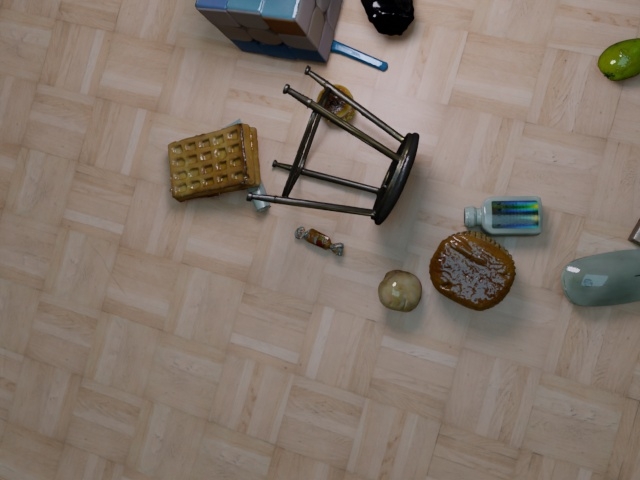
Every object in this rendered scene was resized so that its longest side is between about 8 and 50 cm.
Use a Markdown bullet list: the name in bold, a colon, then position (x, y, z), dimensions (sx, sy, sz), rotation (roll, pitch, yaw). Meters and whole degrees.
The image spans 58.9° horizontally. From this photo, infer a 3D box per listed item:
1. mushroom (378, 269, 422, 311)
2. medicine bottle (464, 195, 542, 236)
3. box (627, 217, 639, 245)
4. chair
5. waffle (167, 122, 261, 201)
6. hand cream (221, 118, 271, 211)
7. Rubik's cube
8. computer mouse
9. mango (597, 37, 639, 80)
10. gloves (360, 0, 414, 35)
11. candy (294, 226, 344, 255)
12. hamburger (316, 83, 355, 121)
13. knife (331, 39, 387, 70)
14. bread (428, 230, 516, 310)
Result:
- **mushroom**: position (0.253, 0.160, 1.801), dimensions (0.148, 0.112, 0.147), rotation (3, 75, -10)
- **medicine bottle**: position (0.567, -0.074, 1.768), dimensions (0.229, 0.083, 0.121), rotation (0, 80, 10)
- **box**: position (1.050, -0.015, 1.686), dimensions (0.201, 0.058, 0.140), rotation (30, 93, 11)
- **chair**: position (0.060, -0.259, 1.720), dimensions (0.411, 0.364, 0.361), rotation (22, 116, -1)
- **waffle**: position (-0.365, -0.261, 1.923), dimensions (0.328, 0.098, 0.223), rotation (-9, 83, 26)
- **hand cream**: position (-0.251, -0.256, 1.953), dimensions (0.085, 0.058, 0.330), rotation (-26, 77, 24)
- **Rubik's cube**: position (-0.136, -0.801, 1.792), dimensions (0.345, 0.347, 0.346), rotation (13, 88, 18)
- **computer mouse**: position (0.873, 0.114, 1.696), dimensions (0.289, 0.097, 0.159), rotation (-9, 84, 11)
- **mango**: position (0.934, -0.555, 1.715), dimensions (0.179, 0.100, 0.119), rotation (-28, 80, 1)
- **gloves**: position (0.207, -0.811, 1.840), dimensions (0.198, 0.152, 0.300), rotation (3, 81, -10)
- **candy**: position (0.000, 0.000, 1.893), dimensions (0.182, 0.046, 0.053), rotation (25, 95, 16)
- **hamburger**: position (0.052, -0.451, 1.885), dimensions (0.127, 0.081, 0.141), rotation (-19, 83, 9)
- **knife**: position (0.091, -0.637, 1.917), dimensions (0.297, 0.026, 0.044), rotation (26, 95, 9)
- **bread**: position (0.468, 0.090, 1.752), dimensions (0.254, 0.142, 0.227), rotation (36, 101, 9)
